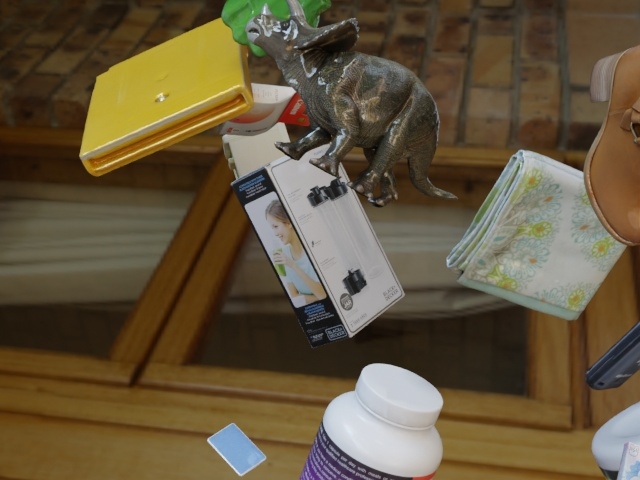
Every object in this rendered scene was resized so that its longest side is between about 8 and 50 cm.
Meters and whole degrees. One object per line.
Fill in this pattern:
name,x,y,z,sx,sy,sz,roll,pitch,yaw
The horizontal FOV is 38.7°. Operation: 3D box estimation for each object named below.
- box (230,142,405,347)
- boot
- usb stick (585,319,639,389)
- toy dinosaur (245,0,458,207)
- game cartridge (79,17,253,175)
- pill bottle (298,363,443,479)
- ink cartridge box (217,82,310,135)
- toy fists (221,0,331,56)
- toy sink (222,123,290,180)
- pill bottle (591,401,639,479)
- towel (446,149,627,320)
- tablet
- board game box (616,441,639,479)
box,0.000,0.000,1.429,0.169,0.087,0.289,-33,-82,-47
boot,0.450,-0.119,1.200,0.220,0.109,0.283,-149,55,-74
usb stick,0.474,0.123,1.276,0.045,0.077,0.278,59,138,28
toy dinosaur,0.057,-0.129,0.949,0.160,0.314,0.121,-62,23,0
game cartridge,-0.252,-0.252,1.516,0.323,0.285,0.052,-100,-14,-57
pill bottle,0.065,0.351,1.336,0.181,0.182,0.322,-52,-17,-71
ink cartridge box,-0.086,-0.231,1.661,0.145,0.179,0.045,136,137,-64
toy fists,-0.112,-0.394,1.363,0.279,0.142,0.096,50,-159,3
toy sink,-0.128,-0.170,1.910,0.153,0.131,0.234,122,131,-81
pill bottle,0.526,0.383,1.229,0.333,0.188,0.188,61,-168,1
towel,0.496,-0.003,1.977,0.320,0.375,0.090,-61,26,24
tablet,-0.129,0.323,1.407,0.054,0.083,0.006,-28,-34,-35
board game box,0.382,0.286,1.033,0.020,0.090,0.090,93,-165,-69
